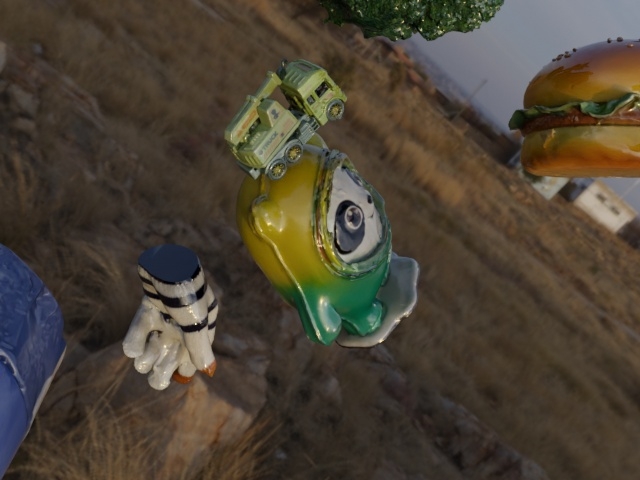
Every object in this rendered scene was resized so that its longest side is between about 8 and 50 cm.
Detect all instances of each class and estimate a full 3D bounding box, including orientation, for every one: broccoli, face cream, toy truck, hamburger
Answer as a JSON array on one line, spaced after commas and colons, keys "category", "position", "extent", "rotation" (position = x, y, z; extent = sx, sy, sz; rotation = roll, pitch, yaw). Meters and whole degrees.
[{"category": "broccoli", "position": [0.095, -0.352, 0.800], "extent": [0.295, 0.265, 0.245], "rotation": [52, 24, 5]}, {"category": "face cream", "position": [-0.424, 0.142, 0.756], "extent": [0.249, 0.249, 0.225], "rotation": [37, 25, -19]}, {"category": "toy truck", "position": [-0.053, -0.164, 0.932], "extent": [0.077, 0.169, 0.100], "rotation": [38, -8, 42]}, {"category": "hamburger", "position": [0.364, -0.164, 0.888], "extent": [0.246, 0.170, 0.246], "rotation": [4, 1, 0]}]

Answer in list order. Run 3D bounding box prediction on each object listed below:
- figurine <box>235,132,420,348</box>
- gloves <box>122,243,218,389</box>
[{"category": "figurine", "position": [0.000, 0.000, 1.099], "extent": [0.340, 0.231, 0.324], "rotation": [52, 35, -37]}, {"category": "gloves", "position": [-0.219, 0.123, 1.089], "extent": [0.140, 0.219, 0.131], "rotation": [5, 39, 8]}]
